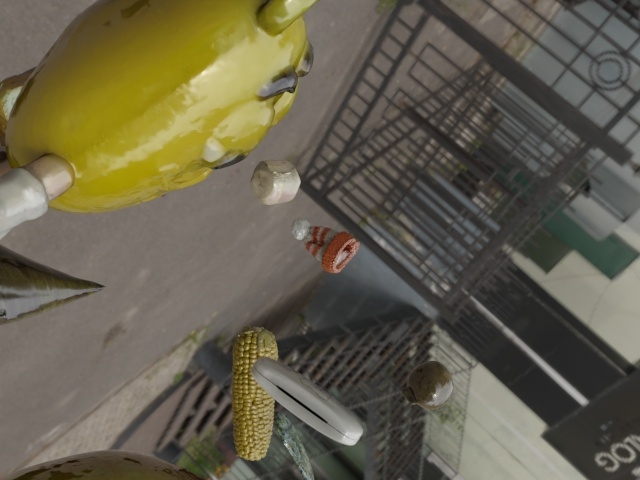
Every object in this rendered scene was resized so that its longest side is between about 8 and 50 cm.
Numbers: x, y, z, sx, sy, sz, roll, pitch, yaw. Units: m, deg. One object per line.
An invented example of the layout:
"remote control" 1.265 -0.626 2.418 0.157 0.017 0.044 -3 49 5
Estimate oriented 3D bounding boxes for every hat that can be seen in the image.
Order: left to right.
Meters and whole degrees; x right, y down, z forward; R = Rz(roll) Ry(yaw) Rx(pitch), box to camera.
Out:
"hat" 0.000 0.000 1.674 0.112 0.162 0.094 -48 151 -28

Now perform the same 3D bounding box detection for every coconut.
"coconut" -0.099 -0.141 1.625 0.124 0.110 0.110 -20 153 -53

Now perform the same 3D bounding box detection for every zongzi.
"zongzi" -0.632 -0.021 1.171 0.432 0.403 0.208 -18 177 -16

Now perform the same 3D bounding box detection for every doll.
"doll" -0.203 -0.093 0.598 0.348 0.161 0.423 -40 -158 -18

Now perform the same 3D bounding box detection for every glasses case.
"glasses case" -0.021 0.240 1.043 0.049 0.193 0.074 -58 169 4

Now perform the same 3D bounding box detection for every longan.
"longan" 0.242 0.330 1.562 0.119 0.106 0.106 -28 172 7

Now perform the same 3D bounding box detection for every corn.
"corn" -0.132 0.300 1.372 0.091 0.091 0.260 4 90 -60

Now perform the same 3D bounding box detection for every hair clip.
"hair clip" -0.034 0.411 1.238 0.036 0.229 0.066 -17 -173 3

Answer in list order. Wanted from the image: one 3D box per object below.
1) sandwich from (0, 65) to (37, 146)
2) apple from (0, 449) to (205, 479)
"sandwich" -0.446 -0.216 1.186 0.214 0.065 0.186 -40 140 -36
"apple" -0.216 0.354 0.651 0.338 0.338 0.305 -38 167 -44
